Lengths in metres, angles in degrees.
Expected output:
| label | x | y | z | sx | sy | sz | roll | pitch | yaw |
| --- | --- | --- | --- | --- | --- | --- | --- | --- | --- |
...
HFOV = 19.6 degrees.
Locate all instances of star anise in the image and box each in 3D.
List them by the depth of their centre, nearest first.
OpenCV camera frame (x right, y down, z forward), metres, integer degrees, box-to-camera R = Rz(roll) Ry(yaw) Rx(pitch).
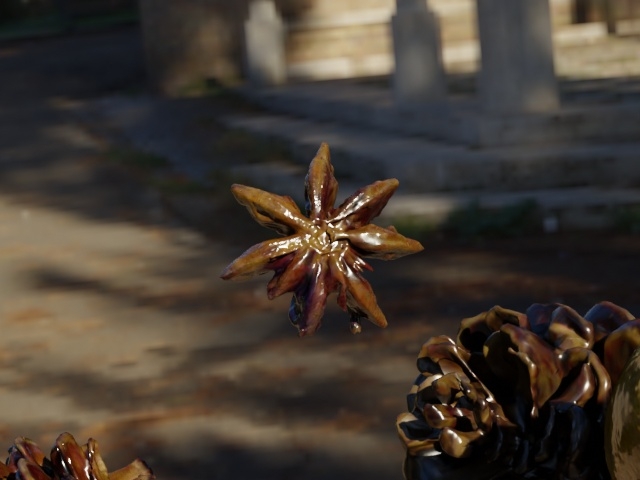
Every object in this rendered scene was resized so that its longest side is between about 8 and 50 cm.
| label | x | y | z | sx | sy | sz | roll | pitch | yaw |
| --- | --- | --- | --- | --- | --- | --- | --- | --- | --- |
| star anise | 0.000 | 0.001 | 1.482 | 0.168 | 0.167 | 0.057 | -7 | 0 | -14 |

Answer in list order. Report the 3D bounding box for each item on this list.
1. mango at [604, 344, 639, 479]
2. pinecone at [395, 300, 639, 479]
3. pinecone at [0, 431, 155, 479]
| label | x | y | z | sx | sy | sz | roll | pitch | yaw |
| --- | --- | --- | --- | --- | --- | --- | --- | --- | --- |
| mango | 0.250 | 0.084 | 0.868 | 0.295 | 0.177 | 0.120 | -30 | 33 | 37 |
| pinecone | 0.171 | 0.143 | 1.200 | 0.272 | 0.224 | 0.224 | 34 | -18 | -33 |
| pinecone | -0.208 | 0.243 | 1.381 | 0.221 | 0.221 | 0.221 | -5 | 7 | 1 |
